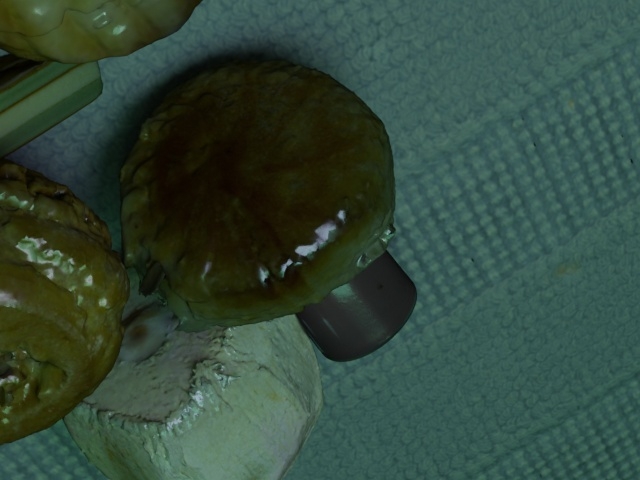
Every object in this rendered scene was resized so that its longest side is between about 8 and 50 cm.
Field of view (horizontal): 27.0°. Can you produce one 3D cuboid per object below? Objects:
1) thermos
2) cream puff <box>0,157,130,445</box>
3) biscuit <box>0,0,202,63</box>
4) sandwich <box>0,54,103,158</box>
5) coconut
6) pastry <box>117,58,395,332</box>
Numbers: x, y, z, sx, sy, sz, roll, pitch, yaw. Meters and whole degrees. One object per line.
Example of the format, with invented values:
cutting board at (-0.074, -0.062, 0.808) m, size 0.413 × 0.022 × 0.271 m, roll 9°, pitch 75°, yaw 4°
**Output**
thermos at (0.000, 0.000, 1.607) m, size 0.176 × 0.146 × 0.265 m, roll -29°, pitch 118°, yaw 13°
cream puff at (-0.369, 0.061, 1.380) m, size 0.327 × 0.231 × 0.343 m, roll 22°, pitch 128°, yaw -41°
biscuit at (-0.241, -0.310, 1.333) m, size 0.296 × 0.102 × 0.296 m, roll -15°, pitch 139°, yaw -13°
sandwich at (-0.306, -0.146, 1.419) m, size 0.163 × 0.113 × 0.079 m, roll -17°, pitch 124°, yaw -11°
coconut at (-0.145, 0.177, 1.565) m, size 0.297 × 0.297 × 0.255 m, roll -28°, pitch 131°, yaw -3°
pastry at (-0.076, -0.061, 1.439) m, size 0.329 × 0.330 × 0.136 m, roll -32°, pitch 152°, yaw 0°
